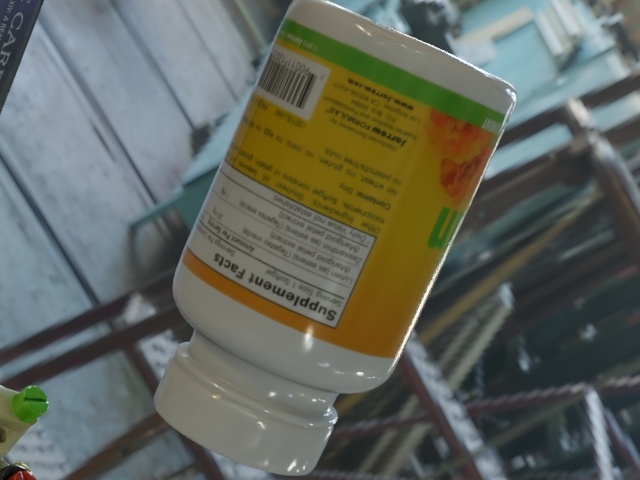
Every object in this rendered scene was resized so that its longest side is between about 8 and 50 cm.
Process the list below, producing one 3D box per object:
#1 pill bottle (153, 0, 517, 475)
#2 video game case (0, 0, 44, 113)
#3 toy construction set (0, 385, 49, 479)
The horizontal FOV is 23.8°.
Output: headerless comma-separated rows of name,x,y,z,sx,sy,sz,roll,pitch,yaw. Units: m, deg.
pill bottle,0.000,0.000,0.847,0.136,0.246,0.136,24,8,-3
video game case,-0.218,-0.173,0.805,0.026,0.196,0.274,24,6,18
toy construction set,-0.363,0.196,1.313,0.215,0.151,0.328,51,45,-10
